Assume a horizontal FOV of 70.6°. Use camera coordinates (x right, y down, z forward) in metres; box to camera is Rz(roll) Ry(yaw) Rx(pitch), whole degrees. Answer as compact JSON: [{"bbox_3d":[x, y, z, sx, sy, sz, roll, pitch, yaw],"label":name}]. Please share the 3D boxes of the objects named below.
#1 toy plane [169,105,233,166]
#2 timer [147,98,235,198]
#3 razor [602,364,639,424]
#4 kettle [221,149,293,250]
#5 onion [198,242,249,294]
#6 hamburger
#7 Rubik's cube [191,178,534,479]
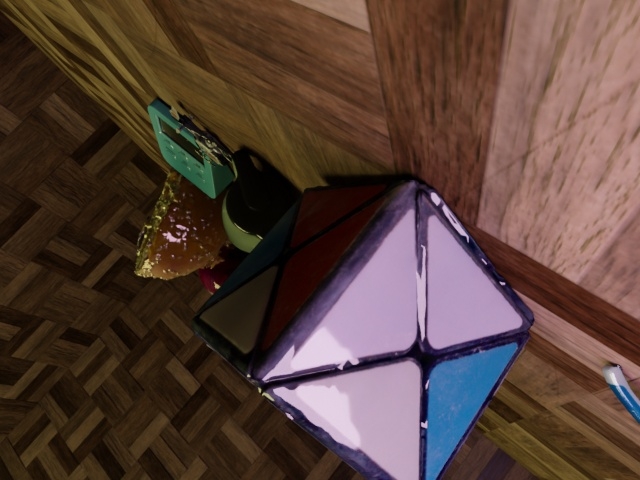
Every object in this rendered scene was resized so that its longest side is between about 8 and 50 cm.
[{"bbox_3d":[-0.277,-0.240,1.071,0.197,0.053,0.078,41,162,-11],"label":"toy plane"},{"bbox_3d":[-0.364,-0.249,1.244,0.232,0.091,0.250,39,167,13],"label":"timer"},{"bbox_3d":[0.411,0.222,0.544,0.191,0.037,0.068,41,172,-2],"label":"razor"},{"bbox_3d":[-0.151,-0.087,1.012,0.236,0.161,0.221,143,109,-79],"label":"kettle"},{"bbox_3d":[-0.302,0.122,1.825,0.348,0.348,0.385,32,151,40],"label":"onion"},{"bbox_3d":[-0.414,-0.059,1.502,0.287,0.445,0.268,22,170,-27],"label":"hamburger"},{"bbox_3d":[0.054,0.119,0.637,0.310,0.305,0.307,47,161,-23],"label":"Rubik's cube"}]
